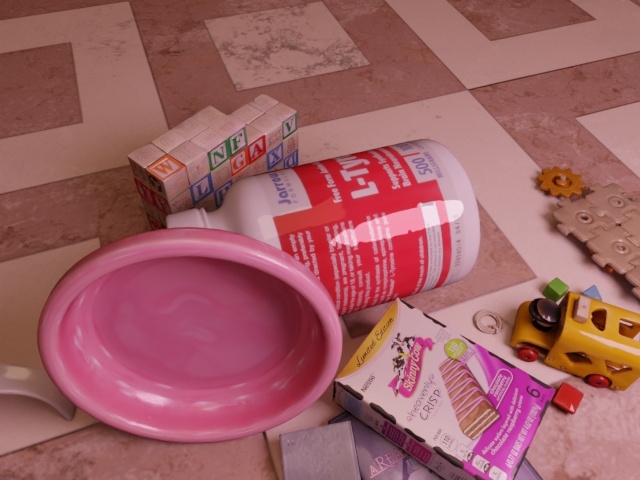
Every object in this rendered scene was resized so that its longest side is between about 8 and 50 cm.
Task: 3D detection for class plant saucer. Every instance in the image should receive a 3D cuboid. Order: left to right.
[{"bbox_3d":[-0.142,0.110,0.624,0.332,0.332,0.084,-3,38,-4],"label":"plant saucer"}]

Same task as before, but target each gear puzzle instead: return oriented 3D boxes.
[{"bbox_3d":[0.504,-0.019,0.930,0.175,0.044,0.339,-23,52,-17],"label":"gear puzzle"}]

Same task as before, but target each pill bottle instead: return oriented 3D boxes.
[{"bbox_3d":[0.000,0.000,0.775,0.407,0.229,0.229,-14,52,-13],"label":"pill bottle"}]

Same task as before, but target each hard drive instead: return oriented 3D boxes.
[{"bbox_3d":[0.003,0.297,0.646,0.094,0.022,0.135,-12,56,3],"label":"hard drive"}]

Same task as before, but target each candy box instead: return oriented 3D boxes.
[{"bbox_3d":[0.154,0.199,0.685,0.233,0.071,0.159,29,56,21],"label":"candy box"}]

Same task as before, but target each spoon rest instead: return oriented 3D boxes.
[{"bbox_3d":[-0.469,0.196,0.696,0.276,0.084,0.137,-1,50,-3],"label":"spoon rest"}]

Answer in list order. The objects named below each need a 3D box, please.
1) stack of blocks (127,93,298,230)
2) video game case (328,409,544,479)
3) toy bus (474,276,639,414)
[{"bbox_3d":[-0.168,-0.139,0.924,0.087,0.171,0.297,34,57,23],"label":"stack of blocks"},{"bbox_3d":[0.162,0.298,0.666,0.196,0.026,0.274,-24,56,-20],"label":"video game case"},{"bbox_3d":[0.362,0.126,0.761,0.202,0.104,0.191,-17,53,-15],"label":"toy bus"}]
